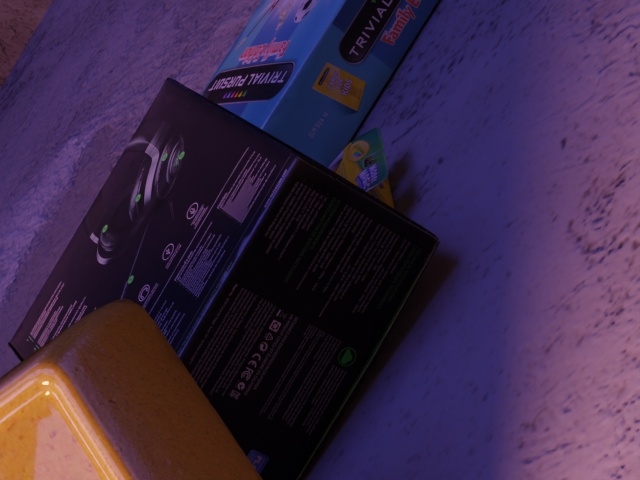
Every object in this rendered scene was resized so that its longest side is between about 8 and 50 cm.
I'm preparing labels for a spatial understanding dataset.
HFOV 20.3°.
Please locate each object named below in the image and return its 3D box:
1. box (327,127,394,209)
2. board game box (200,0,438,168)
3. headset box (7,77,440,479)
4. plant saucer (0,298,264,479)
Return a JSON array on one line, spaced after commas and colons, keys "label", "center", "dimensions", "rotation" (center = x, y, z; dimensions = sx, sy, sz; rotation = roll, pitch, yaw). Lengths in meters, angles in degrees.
[{"label": "box", "center": [0.000, 0.000, 1.391], "dimensions": [0.179, 0.043, 0.105], "rotation": [-50, 19, 20]}, {"label": "board game box", "center": [0.018, -0.216, 1.656], "dimensions": [0.336, 0.079, 0.254], "rotation": [-58, 19, -10]}, {"label": "headset box", "center": [-0.084, 0.037, 1.293], "dimensions": [0.246, 0.131, 0.283], "rotation": [-59, 30, 1]}, {"label": "plant saucer", "center": [-0.164, 0.224, 0.925], "dimensions": [0.332, 0.081, 0.333], "rotation": [-36, 61, -4]}]
